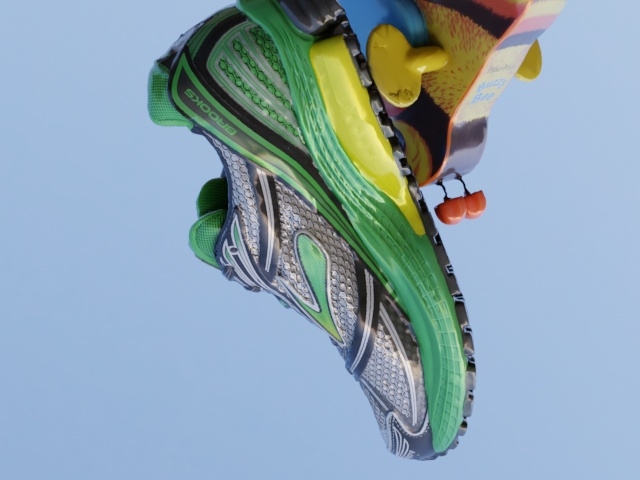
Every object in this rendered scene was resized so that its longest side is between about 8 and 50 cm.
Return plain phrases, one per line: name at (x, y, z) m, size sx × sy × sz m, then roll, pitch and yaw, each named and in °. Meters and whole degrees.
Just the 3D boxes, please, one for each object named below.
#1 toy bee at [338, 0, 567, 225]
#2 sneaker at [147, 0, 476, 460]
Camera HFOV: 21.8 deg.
toy bee at (0.084, -0.103, 1.120) m, size 0.195 × 0.298 × 0.162 m, roll -27°, pitch -106°, yaw -32°
sneaker at (0.000, 0.000, 1.060) m, size 0.134 × 0.146 × 0.344 m, roll -104°, pitch -11°, yaw -67°
